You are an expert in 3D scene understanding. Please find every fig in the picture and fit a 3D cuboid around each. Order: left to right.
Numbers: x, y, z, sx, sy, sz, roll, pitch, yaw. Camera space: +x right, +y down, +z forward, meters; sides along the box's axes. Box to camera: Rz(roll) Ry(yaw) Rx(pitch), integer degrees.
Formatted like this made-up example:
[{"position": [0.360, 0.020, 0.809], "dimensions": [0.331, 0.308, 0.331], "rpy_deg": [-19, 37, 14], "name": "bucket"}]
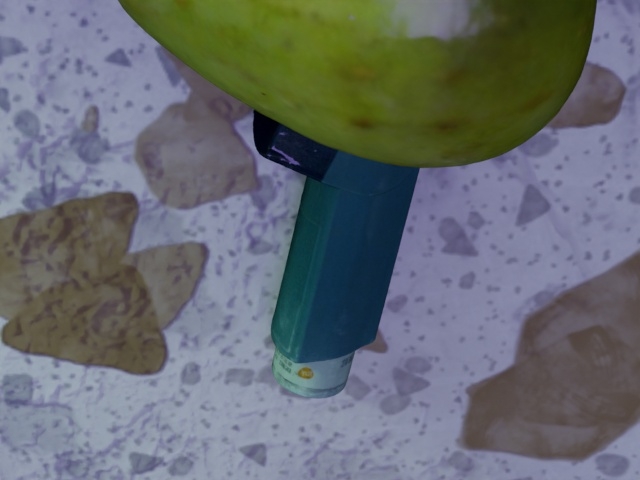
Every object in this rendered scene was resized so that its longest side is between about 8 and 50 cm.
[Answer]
[{"position": [0.017, -0.186, 1.064], "dimensions": [0.326, 0.258, 0.258], "rpy_deg": [11, 120, 0], "name": "fig"}]

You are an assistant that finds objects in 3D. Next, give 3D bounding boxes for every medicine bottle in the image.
[{"position": [0.000, 0.000, 1.275], "dimensions": [0.124, 0.079, 0.258], "rpy_deg": [2, 122, -14], "name": "medicine bottle"}]
